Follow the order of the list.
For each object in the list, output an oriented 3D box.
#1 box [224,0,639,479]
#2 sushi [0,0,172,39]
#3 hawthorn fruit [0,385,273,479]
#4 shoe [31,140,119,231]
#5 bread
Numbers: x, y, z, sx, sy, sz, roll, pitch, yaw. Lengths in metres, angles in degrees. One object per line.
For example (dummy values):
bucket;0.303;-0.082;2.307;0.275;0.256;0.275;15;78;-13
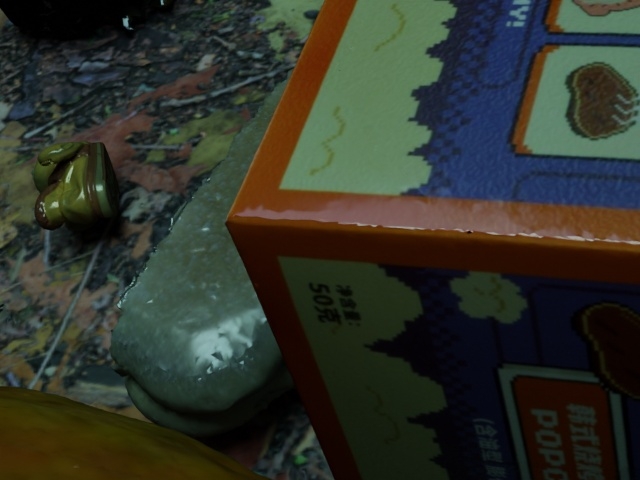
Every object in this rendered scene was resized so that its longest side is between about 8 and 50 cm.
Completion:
box;0.156;-0.004;0.726;0.257;0.348;0.318;3;49;21
sushi;-0.228;-0.322;1.241;0.200;0.204;0.213;2;55;14
hawthorn fruit;-0.134;0.275;0.504;0.472;0.471;0.471;-9;47;10
shoe;-0.203;-0.048;1.072;0.069;0.072;0.109;-19;46;-6
bread;-0.001;0.003;0.945;0.183;0.102;0.337;14;52;23
